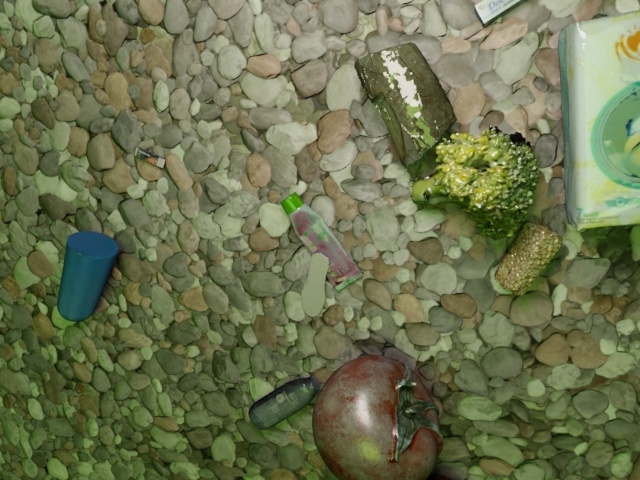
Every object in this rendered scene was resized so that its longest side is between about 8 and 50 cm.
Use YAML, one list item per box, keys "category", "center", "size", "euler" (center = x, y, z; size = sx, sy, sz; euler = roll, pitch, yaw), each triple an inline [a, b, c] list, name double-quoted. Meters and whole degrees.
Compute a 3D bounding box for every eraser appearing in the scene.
- category: "eraser"
  center: [-0.461, -0.225, 1.202]
  size: [0.099, 0.019, 0.027]
  euler: [24, 108, 6]

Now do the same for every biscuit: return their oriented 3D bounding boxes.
- category: "biscuit"
  center: [0.464, 0.043, 1.005]
  size: [0.071, 0.082, 0.168]
  euler: [19, 110, -18]

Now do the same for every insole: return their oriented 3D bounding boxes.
- category: "insole"
  center: [-0.015, 0.118, 1.167]
  size: [0.065, 0.004, 0.197]
  euler: [13, 117, 9]

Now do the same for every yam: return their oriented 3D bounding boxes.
- category: "yam"
  center: [0.189, -0.296, 0.954]
  size: [0.154, 0.154, 0.254]
  euler: [-25, 93, 19]

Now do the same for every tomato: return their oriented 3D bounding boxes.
- category: "tomato"
  center: [0.135, 0.436, 1.070]
  size: [0.316, 0.317, 0.282]
  euler: [47, 125, -1]

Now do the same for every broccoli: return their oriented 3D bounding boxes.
- category: "broccoli"
  center: [0.318, -0.090, 0.922]
  size: [0.273, 0.180, 0.242]
  euler: [-21, 134, 24]

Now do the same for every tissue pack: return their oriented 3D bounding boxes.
- category: "tissue pack"
  center: [0.622, -0.231, 0.848]
  size: [0.288, 0.162, 0.387]
  euler: [-6, 103, 16]

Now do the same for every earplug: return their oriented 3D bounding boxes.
- category: "earplug"
  center: [-0.690, 0.120, 1.298]
  size: [0.133, 0.132, 0.272]
  euler: [30, 113, 5]

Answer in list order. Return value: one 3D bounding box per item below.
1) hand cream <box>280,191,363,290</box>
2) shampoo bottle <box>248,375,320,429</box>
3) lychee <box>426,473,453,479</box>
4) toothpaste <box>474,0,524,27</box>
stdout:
- category: "hand cream"
  center: [0.000, 0.000, 1.134]
  size: [0.079, 0.050, 0.275]
  euler: [-28, 102, 45]
- category: "shampoo bottle"
  center: [-0.102, 0.458, 1.270]
  size: [0.234, 0.049, 0.087]
  euler: [-37, 91, 20]
- category: "lychee"
  center: [0.301, 0.711, 1.164]
  size: [0.200, 0.200, 0.238]
  euler: [-42, 82, 20]
- category: "toothpaste"
  center: [0.398, -0.501, 0.903]
  size: [0.164, 0.034, 0.046]
  euler: [-28, 92, 19]
